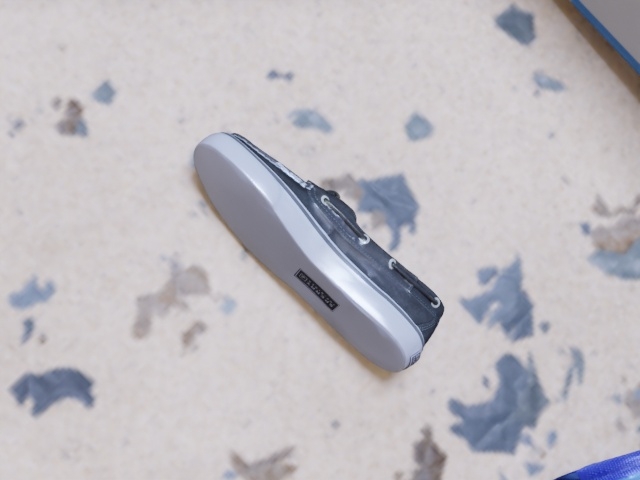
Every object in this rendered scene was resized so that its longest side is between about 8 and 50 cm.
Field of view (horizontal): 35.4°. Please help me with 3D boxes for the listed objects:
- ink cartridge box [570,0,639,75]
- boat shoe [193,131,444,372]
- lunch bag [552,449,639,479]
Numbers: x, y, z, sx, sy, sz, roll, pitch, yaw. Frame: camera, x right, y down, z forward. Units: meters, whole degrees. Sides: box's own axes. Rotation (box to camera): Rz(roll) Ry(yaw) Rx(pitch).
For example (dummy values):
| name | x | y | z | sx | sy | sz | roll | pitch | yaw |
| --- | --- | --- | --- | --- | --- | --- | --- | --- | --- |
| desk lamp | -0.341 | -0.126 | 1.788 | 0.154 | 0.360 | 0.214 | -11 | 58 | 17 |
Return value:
| name | x | y | z | sx | sy | sz | roll | pitch | yaw |
| --- | --- | --- | --- | --- | --- | --- | --- | --- | --- |
| ink cartridge box | 0.248 | -0.225 | 0.479 | 0.307 | 0.129 | 0.223 | -42 | 86 | -11 |
| boat shoe | 0.000 | 0.000 | 0.468 | 0.142 | 0.049 | 0.040 | 47 | 60 | -5 |
| lunch bag | 0.243 | 0.195 | 0.466 | 0.293 | 0.138 | 0.220 | -14 | 89 | 1 |
